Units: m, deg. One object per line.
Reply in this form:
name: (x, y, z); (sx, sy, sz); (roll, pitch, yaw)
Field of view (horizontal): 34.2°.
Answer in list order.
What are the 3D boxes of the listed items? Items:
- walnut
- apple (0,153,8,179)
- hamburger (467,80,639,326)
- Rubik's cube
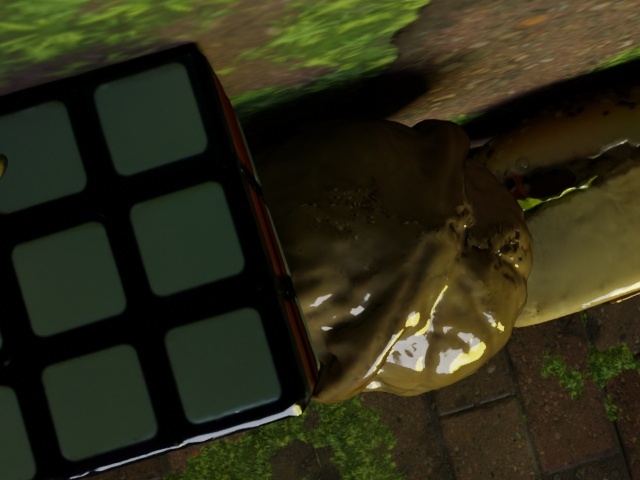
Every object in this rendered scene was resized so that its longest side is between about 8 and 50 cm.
walnut: (0.031, 0.010, 0.667); (0.198, 0.198, 0.245); (-14, 177, -17)
apple: (-0.241, 0.020, 0.286); (0.193, 0.120, 0.265); (-5, 179, 25)
hamburger: (0.251, -0.040, 0.898); (0.300, 0.176, 0.300); (-18, 173, -2)
Rubik's cube: (-0.098, 0.020, 0.490); (0.162, 0.163, 0.160); (-19, 176, 0)
